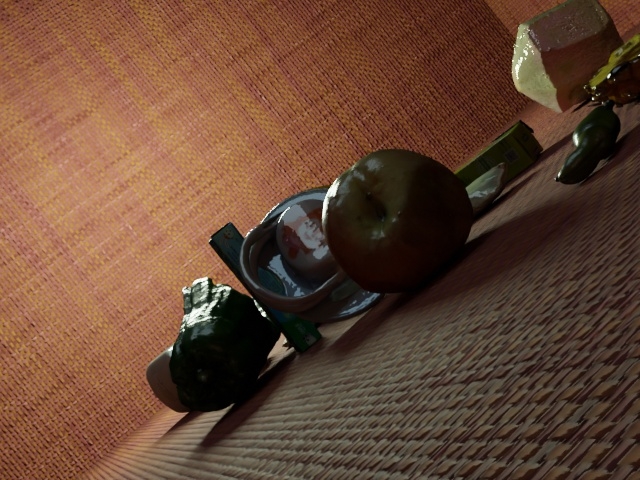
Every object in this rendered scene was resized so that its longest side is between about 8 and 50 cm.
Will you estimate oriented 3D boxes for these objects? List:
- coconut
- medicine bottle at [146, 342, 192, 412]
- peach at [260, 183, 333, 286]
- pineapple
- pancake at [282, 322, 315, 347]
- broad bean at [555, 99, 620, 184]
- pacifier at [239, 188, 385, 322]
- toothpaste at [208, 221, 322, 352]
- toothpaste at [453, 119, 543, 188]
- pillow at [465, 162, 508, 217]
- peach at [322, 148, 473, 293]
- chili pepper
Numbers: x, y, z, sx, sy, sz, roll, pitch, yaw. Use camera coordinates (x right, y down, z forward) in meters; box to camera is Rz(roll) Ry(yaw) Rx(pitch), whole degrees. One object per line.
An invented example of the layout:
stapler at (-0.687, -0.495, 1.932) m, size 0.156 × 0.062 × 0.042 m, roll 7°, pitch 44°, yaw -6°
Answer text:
coconut at (0.558, -0.418, 2.105) m, size 0.245 × 0.233 × 0.233 m, roll -31°, pitch 1°, yaw 3°
medicine bottle at (-0.321, 0.323, 2.227) m, size 0.111 × 0.161 × 0.296 m, roll -41°, pitch 1°, yaw -31°
peach at (0.000, 0.000, 2.005) m, size 0.306 × 0.242 × 0.380 m, roll -44°, pitch 3°, yaw -32°
pineapple at (0.508, -0.277, 1.428) m, size 0.225 × 0.076 × 0.225 m, roll -41°, pitch 2°, yaw 2°
pancake at (-0.025, 0.177, 1.945) m, size 0.152 × 0.025 × 0.151 m, roll -38°, pitch 2°, yaw 1°
broad bean at (0.350, -0.130, 1.168) m, size 0.070 × 0.048 × 0.213 m, roll -37°, pitch 4°, yaw 41°
pacifier at (0.008, 0.054, 1.618) m, size 0.244 × 0.299 × 0.233 m, roll -36°, pitch -40°, yaw -3°
toothpaste at (-0.101, 0.086, 1.663) m, size 0.050 × 0.266 × 0.065 m, roll -39°, pitch 1°, yaw -17°
toothpaste at (0.288, -0.105, 1.817) m, size 0.327 × 0.077 × 0.110 m, roll -39°, pitch 3°, yaw 28°
pillow at (0.241, -0.049, 1.625) m, size 0.229 × 0.051 × 0.128 m, roll -40°, pitch 7°, yaw 29°
peach at (0.123, -0.031, 1.338) m, size 0.214 × 0.214 × 0.235 m, roll -39°, pitch -17°, yaw 24°
chili pepper at (-0.165, 0.174, 1.739) m, size 0.168 × 0.213 × 0.385 m, roll -18°, pitch 16°, yaw 11°
